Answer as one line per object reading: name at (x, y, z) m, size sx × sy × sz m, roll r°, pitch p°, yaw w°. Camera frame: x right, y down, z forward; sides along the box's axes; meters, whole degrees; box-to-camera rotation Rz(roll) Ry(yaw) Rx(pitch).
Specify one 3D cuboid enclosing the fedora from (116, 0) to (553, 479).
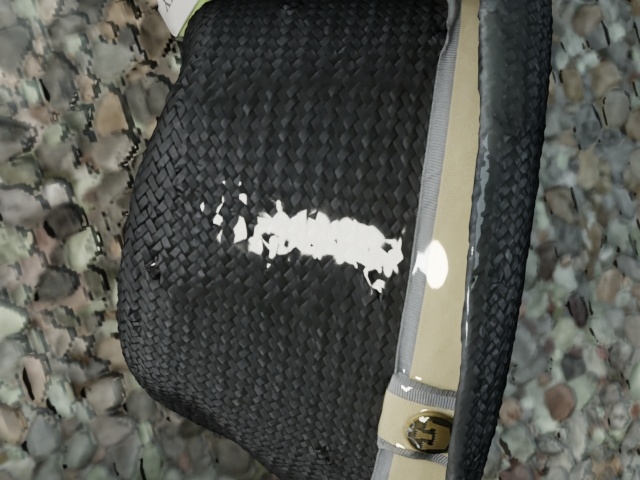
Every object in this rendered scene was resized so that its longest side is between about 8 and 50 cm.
fedora at (0.000, 0.000, 0.596) m, size 0.152 × 0.334 × 0.334 m, roll 8°, pitch 85°, yaw 2°

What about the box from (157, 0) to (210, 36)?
box at (0.006, -0.261, 0.657) m, size 0.322 × 0.058 × 0.232 m, roll -31°, pitch 85°, yaw -26°
